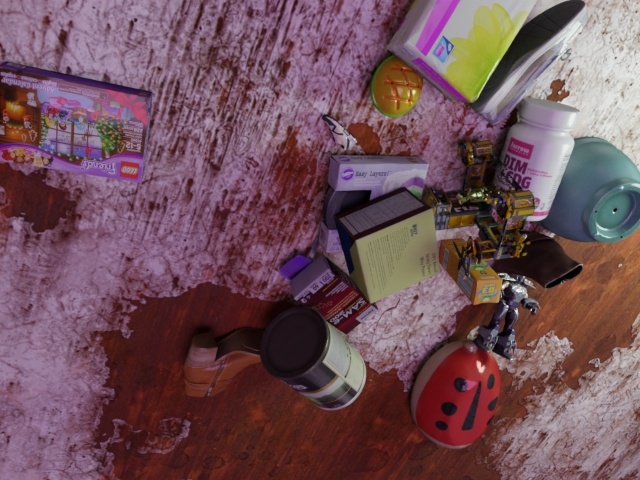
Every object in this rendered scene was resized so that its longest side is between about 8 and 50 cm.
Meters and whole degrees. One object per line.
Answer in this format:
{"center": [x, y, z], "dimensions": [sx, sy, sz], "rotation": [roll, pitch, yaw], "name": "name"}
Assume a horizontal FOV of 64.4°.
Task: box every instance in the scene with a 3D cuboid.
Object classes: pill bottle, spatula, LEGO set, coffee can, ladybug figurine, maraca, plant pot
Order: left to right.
{"center": [-0.013, 0.333, 1.416], "dimensions": [0.201, 0.202, 0.275], "rotation": [-32, 137, 6], "name": "coffee can"}
{"center": [0.000, 0.000, 1.370], "dimensions": [0.084, 0.030, 0.296], "rotation": [29, 106, -39], "name": "spatula"}
{"center": [0.188, -0.373, 1.173], "dimensions": [0.127, 0.099, 0.186], "rotation": [35, 88, -28], "name": "maraca"}
{"center": [0.463, 0.528, 1.694], "dimensions": [0.304, 0.162, 0.450], "rotation": [-5, 119, -10], "name": "ladybug figurine"}
{"center": [0.359, -0.089, 1.262], "dimensions": [0.192, 0.332, 0.255], "rotation": [-7, 140, -7], "name": "LEGO set"}
{"center": [0.546, -0.207, 1.306], "dimensions": [0.160, 0.160, 0.283], "rotation": [2, 117, -14], "name": "pill bottle"}
{"center": [0.751, -0.113, 1.384], "dimensions": [0.292, 0.196, 0.293], "rotation": [-5, 119, -10], "name": "plant pot"}

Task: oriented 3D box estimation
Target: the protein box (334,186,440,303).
{"center": [0.168, 0.009, 1.261], "dimensions": [0.201, 0.136, 0.200], "rotation": [-23, 125, -10], "name": "protein box"}

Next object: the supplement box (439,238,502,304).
{"center": [0.404, 0.080, 1.390], "dimensions": [0.077, 0.233, 0.080], "rotation": [-4, 120, -11], "name": "supplement box"}

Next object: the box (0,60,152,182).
{"center": [-0.526, -0.248, 1.101], "dimensions": [0.293, 0.057, 0.201], "rotation": [8, 117, -17], "name": "box"}

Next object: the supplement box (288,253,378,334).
{"center": [0.039, 0.156, 1.426], "dimensions": [0.130, 0.073, 0.239], "rotation": [-41, 128, 13], "name": "supplement box"}

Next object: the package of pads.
{"center": [0.315, -0.476, 1.100], "dimensions": [0.229, 0.101, 0.297], "rotation": [30, 92, -26], "name": "package of pads"}

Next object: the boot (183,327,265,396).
{"center": [-0.256, 0.371, 1.483], "dimensions": [0.283, 0.109, 0.220], "rotation": [0, 127, -25], "name": "boot"}

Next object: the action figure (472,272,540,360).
{"center": [0.579, 0.213, 1.561], "dimensions": [0.185, 0.099, 0.285], "rotation": [17, 95, -17], "name": "action figure"}

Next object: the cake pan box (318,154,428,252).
{"center": [0.129, -0.095, 1.308], "dimensions": [0.266, 0.070, 0.246], "rotation": [-2, 117, -23], "name": "cake pan box"}

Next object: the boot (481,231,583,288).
{"center": [0.573, 0.070, 1.438], "dimensions": [0.248, 0.207, 0.090], "rotation": [-25, 121, 2], "name": "boot"}

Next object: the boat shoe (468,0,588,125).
{"center": [0.498, -0.420, 1.209], "dimensions": [0.103, 0.118, 0.320], "rotation": [29, 113, -31], "name": "boat shoe"}

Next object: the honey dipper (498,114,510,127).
{"center": [0.488, -0.365, 1.283], "dimensions": [0.030, 0.030, 0.161], "rotation": [16, 111, -20], "name": "honey dipper"}

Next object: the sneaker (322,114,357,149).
{"center": [0.040, -0.260, 1.232], "dimensions": [0.043, 0.040, 0.109], "rotation": [-43, 118, 14], "name": "sneaker"}
